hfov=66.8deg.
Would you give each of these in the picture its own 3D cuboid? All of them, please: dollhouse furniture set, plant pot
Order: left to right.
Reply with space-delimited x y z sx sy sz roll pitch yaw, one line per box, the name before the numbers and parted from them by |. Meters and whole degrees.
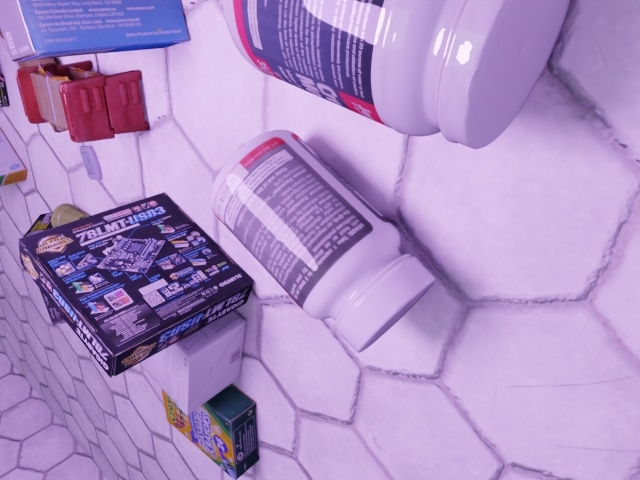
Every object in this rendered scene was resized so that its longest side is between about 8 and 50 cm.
dollhouse furniture set | -0.453 -0.381 0.878 0.201 0.152 0.373 24 126 32
plant pot | -0.669 -0.053 1.319 0.079 0.083 0.083 14 121 25

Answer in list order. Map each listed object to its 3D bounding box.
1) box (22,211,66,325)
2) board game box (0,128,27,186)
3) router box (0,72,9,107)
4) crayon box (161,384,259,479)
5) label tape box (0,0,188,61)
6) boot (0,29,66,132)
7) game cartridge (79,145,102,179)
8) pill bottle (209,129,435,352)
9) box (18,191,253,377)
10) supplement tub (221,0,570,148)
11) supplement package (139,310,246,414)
box | -0.764 0.075 1.405 0.216 0.060 0.269 -129 30 -63
board game box | -1.092 -0.291 1.466 0.316 0.242 0.064 55 137 7
router box | -0.946 -0.449 1.392 0.123 0.038 0.092 36 131 25
crayon box | -0.295 0.413 1.202 0.323 0.083 0.202 23 125 34
label tape box | -0.350 -0.442 0.684 0.106 0.241 0.333 11 117 42
boot | -0.618 -0.411 1.072 0.269 0.089 0.236 61 150 1
game cartridge | -0.558 -0.189 1.180 0.056 0.017 0.083 10 118 44
pill bottle | 0.000 0.000 0.643 0.283 0.161 0.161 46 135 16
box | -0.326 0.057 0.886 0.293 0.296 0.073 40 131 20
supplement tub | 0.060 -0.213 0.451 0.272 0.191 0.191 32 130 28
supplement package | -0.286 0.211 1.035 0.203 0.149 0.194 35 132 26
